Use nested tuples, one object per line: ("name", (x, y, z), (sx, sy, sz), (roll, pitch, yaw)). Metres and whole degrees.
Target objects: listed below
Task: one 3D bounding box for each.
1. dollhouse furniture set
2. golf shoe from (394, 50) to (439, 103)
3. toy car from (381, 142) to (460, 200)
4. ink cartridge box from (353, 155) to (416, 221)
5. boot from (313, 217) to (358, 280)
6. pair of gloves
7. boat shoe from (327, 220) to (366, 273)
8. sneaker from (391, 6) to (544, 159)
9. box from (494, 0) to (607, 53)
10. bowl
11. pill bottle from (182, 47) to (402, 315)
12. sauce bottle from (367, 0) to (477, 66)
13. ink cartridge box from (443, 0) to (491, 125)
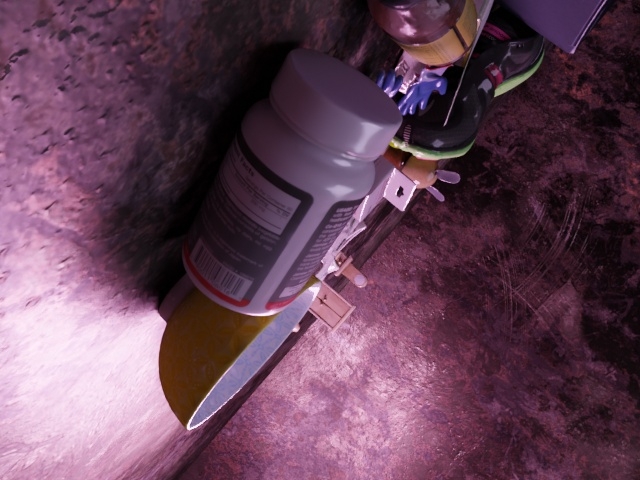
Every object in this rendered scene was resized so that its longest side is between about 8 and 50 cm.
("dollhouse furniture set", (0.008, 0.164, 1.645), (0.303, 0.174, 0.355), (-50, 170, -2))
("golf shoe", (0.157, -0.280, 0.942), (0.086, 0.067, 0.186), (-29, 162, 4))
("toy car", (0.232, -0.178, 1.299), (0.149, 0.188, 0.155), (-44, 169, -29))
("ink cartridge box", (0.040, -0.095, 0.796), (0.060, 0.180, 0.104), (-47, 169, -16))
("boot", (0.000, 0.000, 1.288), (0.258, 0.095, 0.123), (-57, 165, -8))
("pair of gloves", (0.122, -0.234, 0.898), (0.198, 0.023, 0.159), (-19, 169, -14))
("boat shoe", (0.005, 0.042, 1.397), (0.277, 0.096, 0.098), (-50, 171, 5))
("sneaker", (0.292, -0.343, 1.123), (0.483, 0.185, 0.202), (-48, 153, -25))
("box", (0.469, -0.552, 0.880), (0.395, 0.212, 0.293), (-51, 170, 6))
("bowl", (-0.149, 0.122, 0.857), (0.289, 0.156, 0.289), (-47, 169, -12))
("pill bottle", (-0.038, -0.060, 0.649), (0.283, 0.161, 0.161), (-56, 168, 32))
("sauce bottle", (0.118, -0.280, 0.653), (0.111, 0.111, 0.344), (-53, 170, 17))
("ink cartridge box", (0.234, -0.331, 0.937), (0.171, 0.056, 0.235), (53, 60, -80))
